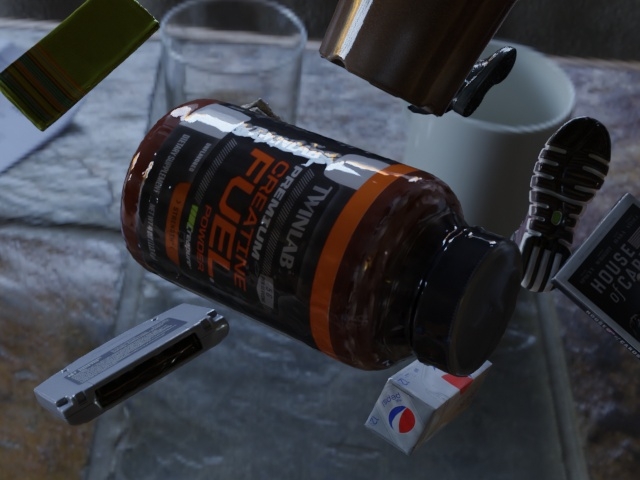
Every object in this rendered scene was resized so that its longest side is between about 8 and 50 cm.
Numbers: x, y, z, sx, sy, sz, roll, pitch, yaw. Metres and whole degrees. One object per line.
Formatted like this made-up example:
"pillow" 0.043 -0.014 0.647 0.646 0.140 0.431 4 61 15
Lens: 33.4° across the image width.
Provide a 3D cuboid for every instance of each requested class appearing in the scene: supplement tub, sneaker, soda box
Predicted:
"supplement tub" 0.000 0.000 0.544 0.198 0.106 0.106 21 46 30
"sneaker" 0.353 -0.054 1.666 0.107 0.162 0.281 23 85 -3
"sneaker" 0.209 -0.241 1.575 0.089 0.051 0.170 31 67 28
"soda box" 0.184 0.251 1.756 0.091 0.098 0.286 32 21 19

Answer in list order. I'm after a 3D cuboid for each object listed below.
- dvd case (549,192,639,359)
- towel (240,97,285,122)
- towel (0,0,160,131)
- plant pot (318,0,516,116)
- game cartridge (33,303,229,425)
"dvd case" 0.467 0.072 1.496 0.239 0.029 0.179 42 73 6
"towel" -0.074 -0.098 1.745 0.282 0.187 0.049 44 47 -22
"towel" -0.345 -0.267 1.518 0.102 0.021 0.237 45 72 -2
"plant pot" 0.089 -0.206 0.927 0.167 0.165 0.167 26 9 -5
"game cartridge" -0.309 0.196 1.732 0.297 0.062 0.198 -30 11 -24
